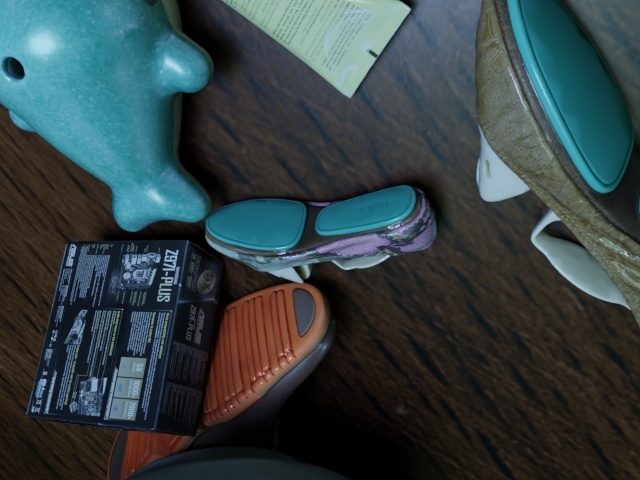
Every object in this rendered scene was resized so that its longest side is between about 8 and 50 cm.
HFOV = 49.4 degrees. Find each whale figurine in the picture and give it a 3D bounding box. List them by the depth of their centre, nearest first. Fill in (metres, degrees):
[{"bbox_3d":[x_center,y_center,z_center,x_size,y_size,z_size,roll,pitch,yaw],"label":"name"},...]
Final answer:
[{"bbox_3d":[-0.194,-0.118,0.594,0.216,0.141,0.271,-6,116,23],"label":"whale figurine"}]

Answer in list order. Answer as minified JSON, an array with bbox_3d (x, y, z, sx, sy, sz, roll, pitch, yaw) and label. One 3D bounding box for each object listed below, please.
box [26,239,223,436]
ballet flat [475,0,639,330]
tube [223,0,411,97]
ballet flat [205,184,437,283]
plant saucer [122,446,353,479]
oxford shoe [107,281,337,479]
[{"bbox_3d":[-0.189,0.095,0.692,0.148,0.180,0.077,-1,160,21],"label":"box"},{"bbox_3d":[0.201,-0.037,0.533,0.342,0.116,0.124,45,143,-13],"label":"ballet flat"},{"bbox_3d":[-0.053,-0.211,0.546,0.240,0.070,0.062,32,81,-5],"label":"tube"},{"bbox_3d":[0.000,0.000,0.641,0.222,0.076,0.079,-6,135,23],"label":"ballet flat"},{"bbox_3d":[-0.108,0.311,0.740,0.401,0.100,0.400,-6,138,-5],"label":"plant saucer"},{"bbox_3d":[-0.089,0.175,0.760,0.133,0.129,0.364,27,126,-30],"label":"oxford shoe"}]
